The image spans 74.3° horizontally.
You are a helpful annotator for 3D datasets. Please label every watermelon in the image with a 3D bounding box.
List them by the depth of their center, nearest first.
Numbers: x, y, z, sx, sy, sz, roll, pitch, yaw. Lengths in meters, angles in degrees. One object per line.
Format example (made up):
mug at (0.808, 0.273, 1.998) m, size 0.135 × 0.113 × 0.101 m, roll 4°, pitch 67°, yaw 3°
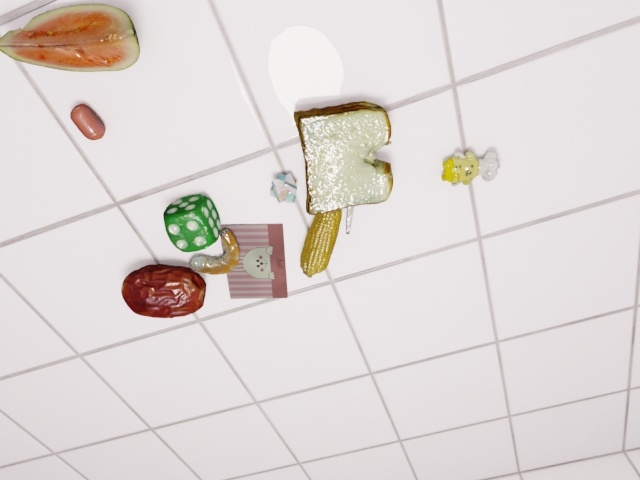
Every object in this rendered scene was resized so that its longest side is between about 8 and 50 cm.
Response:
watermelon at (-0.532, -0.465, 0.942) m, size 0.303 × 0.159 × 0.128 m, roll -3°, pitch 94°, yaw 2°

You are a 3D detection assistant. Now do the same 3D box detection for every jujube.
jujube at (-0.487, 0.159, 1.323) m, size 0.250 × 0.174 × 0.174 m, roll 7°, pitch 123°, yaw -4°

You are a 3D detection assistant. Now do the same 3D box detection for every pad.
pad at (-0.212, 0.075, 1.372) m, size 0.202 × 0.005 × 0.300 m, roll -1°, pitch 123°, yaw -2°

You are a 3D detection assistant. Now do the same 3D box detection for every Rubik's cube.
Rubik's cube at (-0.103, -0.147, 1.192) m, size 0.075 × 0.073 × 0.084 m, roll 6°, pitch 125°, yaw -7°

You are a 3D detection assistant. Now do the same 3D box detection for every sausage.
sausage at (-0.593, -0.302, 1.081) m, size 0.054 × 0.059 × 0.094 m, roll -32°, pitch 115°, yaw 3°

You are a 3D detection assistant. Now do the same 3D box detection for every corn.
corn at (0.000, 0.000, 1.280) m, size 0.097 × 0.097 × 0.262 m, roll 13°, pitch 115°, yaw -10°

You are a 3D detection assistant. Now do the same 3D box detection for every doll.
doll at (0.421, -0.202, 1.182) m, size 0.162 × 0.062 × 0.106 m, roll -7°, pitch 128°, yaw 1°

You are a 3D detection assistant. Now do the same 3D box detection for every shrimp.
shrimp at (-0.333, 0.035, 1.315) m, size 0.161 × 0.049 × 0.166 m, roll 6°, pitch 122°, yaw -4°

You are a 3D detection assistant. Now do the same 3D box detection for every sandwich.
sandwich at (0.068, -0.220, 1.117) m, size 0.249 × 0.095 × 0.273 m, roll -7°, pitch 114°, yaw 0°

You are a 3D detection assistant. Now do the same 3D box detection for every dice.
dice at (-0.363, -0.051, 1.210) m, size 0.120 × 0.131 × 0.128 m, roll -13°, pitch 121°, yaw 6°

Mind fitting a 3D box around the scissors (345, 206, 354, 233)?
scissors at (0.091, -0.119, 1.224) m, size 0.110 × 0.021 × 0.212 m, roll 4°, pitch 110°, yaw -7°
